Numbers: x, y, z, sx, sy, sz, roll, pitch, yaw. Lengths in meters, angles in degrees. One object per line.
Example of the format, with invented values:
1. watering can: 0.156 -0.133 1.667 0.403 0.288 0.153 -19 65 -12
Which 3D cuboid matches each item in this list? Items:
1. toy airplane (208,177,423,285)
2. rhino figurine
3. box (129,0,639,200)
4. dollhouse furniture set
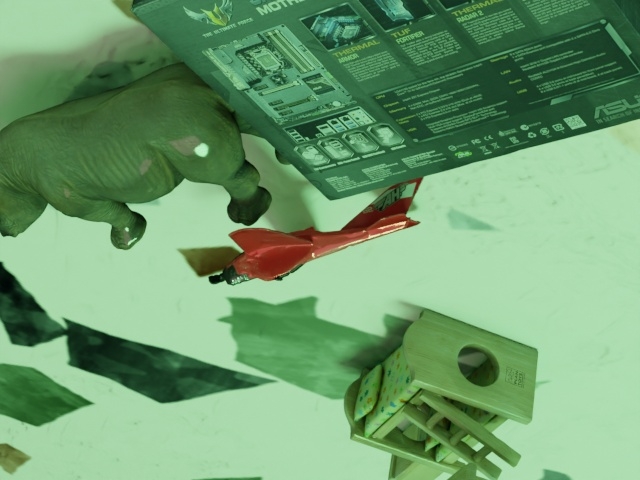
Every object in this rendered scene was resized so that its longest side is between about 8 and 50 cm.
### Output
1. toy airplane: 0.000 0.000 1.007 0.151 0.028 0.151 -20 171 -3
2. rhino figurine: -0.134 -0.046 0.975 0.243 0.073 0.106 -12 146 27
3. box: 0.048 -0.115 0.835 0.232 0.059 0.183 -15 139 35
4. dollhouse furniture set: 0.061 0.167 1.156 0.101 0.161 0.182 21 144 -14
